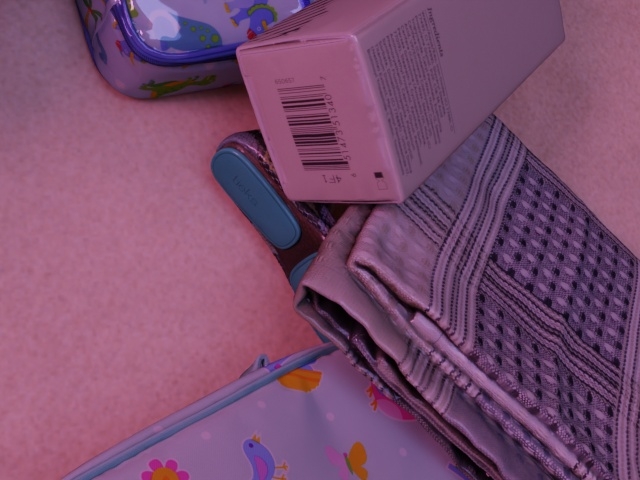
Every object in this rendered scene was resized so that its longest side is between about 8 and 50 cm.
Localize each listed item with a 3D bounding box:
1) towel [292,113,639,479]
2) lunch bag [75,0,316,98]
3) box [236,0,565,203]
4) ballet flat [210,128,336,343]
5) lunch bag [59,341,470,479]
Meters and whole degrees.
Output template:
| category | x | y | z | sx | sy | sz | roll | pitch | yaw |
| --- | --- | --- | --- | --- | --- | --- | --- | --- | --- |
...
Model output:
| category | x | y | z | sx | sy | sz | roll | pitch | yaw |
| --- | --- | --- | --- | --- | --- | --- | --- | --- | --- |
| towel | 0.156 | 0.050 | 0.600 | 0.312 | 0.056 | 0.324 | 45 | 39 | -8 |
| lunch bag | -0.090 | -0.218 | 0.604 | 0.176 | 0.090 | 0.219 | -14 | 84 | -30 |
| box | 0.071 | -0.136 | 0.600 | 0.275 | 0.094 | 0.113 | -42 | 124 | -43 |
| ballet flat | 0.000 | 0.000 | 0.603 | 0.070 | 0.070 | 0.188 | -34 | 95 | -28 |
| lunch bag | -0.021 | 0.182 | 0.471 | 0.279 | 0.108 | 0.224 | -20 | 63 | -46 |
